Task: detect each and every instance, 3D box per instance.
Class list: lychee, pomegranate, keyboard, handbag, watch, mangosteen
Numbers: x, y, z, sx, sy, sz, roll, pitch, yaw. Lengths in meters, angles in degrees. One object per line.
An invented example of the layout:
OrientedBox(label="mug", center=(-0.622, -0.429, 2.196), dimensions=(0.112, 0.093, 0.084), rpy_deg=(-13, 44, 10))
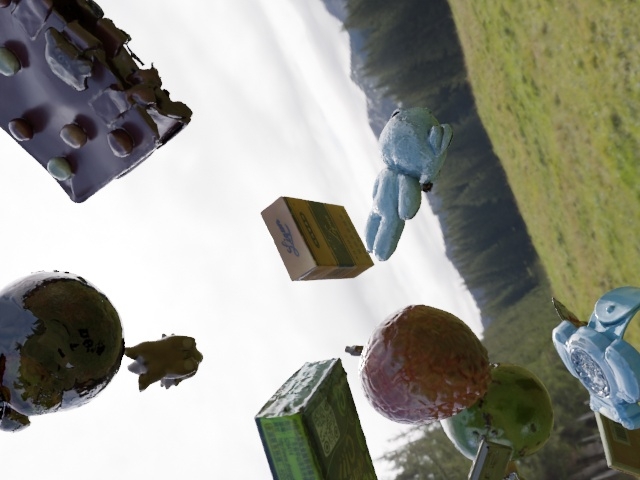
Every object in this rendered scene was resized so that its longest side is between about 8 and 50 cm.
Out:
OrientedBox(label="lychee", center=(0.191, 0.250, 1.246), dimensions=(0.255, 0.300, 0.255), rpy_deg=(-2, -87, -45))
OrientedBox(label="pomegranate", center=(0.440, 0.471, 1.549), dimensions=(0.291, 0.290, 0.323), rpy_deg=(40, -129, -59))
OrientedBox(label="keyboard", center=(0.164, 0.273, 0.638), dimensions=(0.049, 0.129, 0.015), rpy_deg=(23, 175, -37))
OrientedBox(label="handbag", center=(-0.246, -0.145, 0.580), dimensions=(0.203, 0.216, 0.074), rpy_deg=(50, -128, -17))
OrientedBox(label="watch", center=(0.521, 0.180, 1.007), dimensions=(0.211, 0.193, 0.211), rpy_deg=(61, 172, 14))
OrientedBox(label="mangosteen", center=(-0.707, 0.284, 1.557), dimensions=(0.381, 0.421, 0.381), rpy_deg=(37, 165, 12))

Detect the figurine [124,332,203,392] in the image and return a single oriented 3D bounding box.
OrientedBox(label="figurine", center=(-0.499, 0.386, 1.941), dimensions=(0.247, 0.173, 0.177), rpy_deg=(-22, -98, -34))

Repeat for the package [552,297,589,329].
OrientedBox(label="package", center=(0.676, 0.236, 1.552), dimensions=(0.239, 0.030, 0.154), rpy_deg=(28, -154, -39))

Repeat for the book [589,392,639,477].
OrientedBox(label="book", center=(0.664, 0.414, 1.266), dimensions=(0.241, 0.018, 0.170), rpy_deg=(23, -135, -19))

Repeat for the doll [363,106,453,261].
OrientedBox(label="doll", center=(0.101, -0.063, 0.706), dimensions=(0.120, 0.075, 0.180), rpy_deg=(-137, 50, -57))

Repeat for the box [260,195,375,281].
OrientedBox(label="box", center=(0.000, 0.000, 1.201), dimensions=(0.237, 0.070, 0.152), rpy_deg=(6, -126, -60))

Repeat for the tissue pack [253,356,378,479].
OrientedBox(label="tissue pack", center=(0.009, 0.276, 0.726), dimensions=(0.173, 0.073, 0.235), rpy_deg=(-35, -70, -70))
